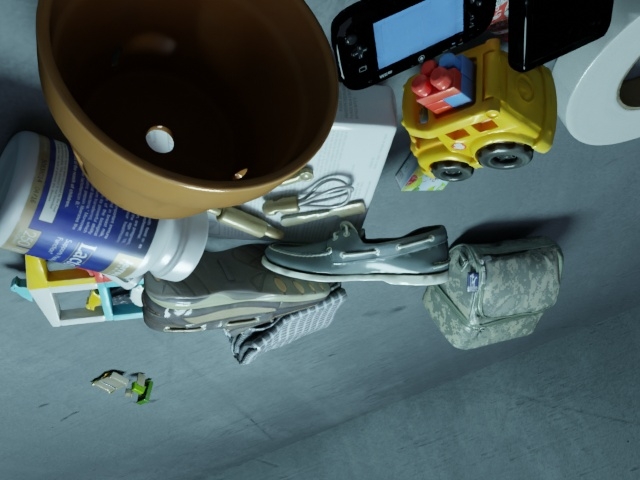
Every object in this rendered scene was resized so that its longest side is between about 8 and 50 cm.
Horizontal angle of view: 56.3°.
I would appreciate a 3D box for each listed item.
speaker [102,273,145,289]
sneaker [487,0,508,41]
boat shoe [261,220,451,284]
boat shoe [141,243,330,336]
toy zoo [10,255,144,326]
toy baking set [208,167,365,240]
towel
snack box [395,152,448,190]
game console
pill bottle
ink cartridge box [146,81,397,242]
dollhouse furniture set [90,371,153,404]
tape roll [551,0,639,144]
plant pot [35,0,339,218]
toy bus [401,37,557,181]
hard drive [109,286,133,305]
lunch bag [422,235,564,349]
[{"bbox_3d":[-0.338,0.019,0.926,0.055,0.055,0.136,-31,129,19],"label":"speaker"},{"bbox_3d":[0.208,-0.299,0.781,0.270,0.090,0.145,-28,148,9],"label":"sneaker"},{"bbox_3d":[0.060,0.012,1.014,0.319,0.099,0.116,3,-165,4],"label":"boat shoe"},{"bbox_3d":[-0.147,0.091,1.050,0.355,0.132,0.130,4,133,-36],"label":"boat shoe"},{"bbox_3d":[-0.368,0.063,1.015,0.293,0.030,0.192,-5,132,-12],"label":"toy zoo"},{"bbox_3d":[-0.059,-0.059,0.923,0.256,0.030,0.196,27,138,-37],"label":"toy baking set"},{"bbox_3d":[-0.080,0.161,1.269,0.235,0.121,0.284,-21,166,-18],"label":"towel"},{"bbox_3d":[0.212,-0.148,1.091,0.100,0.037,0.141,-5,147,-28],"label":"snack box"},{"bbox_3d":[0.182,-0.265,0.682,0.361,0.044,0.213,-25,136,-5],"label":"game console"},{"bbox_3d":[-0.298,-0.034,0.818,0.264,0.153,0.153,20,133,-38],"label":"pill bottle"},{"bbox_3d":[-0.101,-0.116,0.942,0.385,0.091,0.308,4,147,-7],"label":"ink cartridge box"},{"bbox_3d":[-0.496,0.359,1.522,0.076,0.059,0.151,-27,132,26],"label":"dollhouse furniture set"},{"bbox_3d":[0.579,-0.315,1.003,0.392,0.072,0.392,-16,151,-9],"label":"tape roll"},{"bbox_3d":[-0.152,-0.151,0.650,0.290,0.291,0.203,-3,163,-28],"label":"plant pot"},{"bbox_3d":[0.190,-0.190,0.858,0.211,0.149,0.220,15,162,-39],"label":"toy bus"},{"bbox_3d":[-0.274,0.090,1.173,0.172,0.054,0.254,-34,147,22],"label":"hard drive"},{"bbox_3d":[0.437,0.108,1.505,0.305,0.212,0.256,-6,132,-25],"label":"lunch bag"}]
